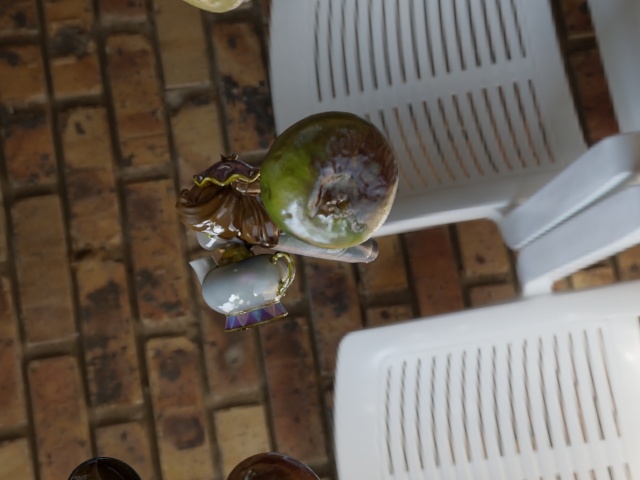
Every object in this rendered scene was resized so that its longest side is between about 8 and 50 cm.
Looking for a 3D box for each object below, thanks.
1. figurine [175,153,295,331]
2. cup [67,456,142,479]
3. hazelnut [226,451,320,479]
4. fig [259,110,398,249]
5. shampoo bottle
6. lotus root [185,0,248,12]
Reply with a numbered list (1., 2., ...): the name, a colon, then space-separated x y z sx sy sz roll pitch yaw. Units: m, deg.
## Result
1. figurine: -0.128 0.000 1.403 0.142 0.189 0.263 -16 -88 -62
2. cup: -0.337 0.394 1.304 0.113 0.150 0.138 52 136 12
3. hazelnut: -0.079 0.462 1.561 0.176 0.214 0.214 -50 34 25
4. fig: 0.012 -0.089 1.224 0.191 0.181 0.181 -85 -8 -61
5. shampoo bottle: 0.000 0.000 1.536 0.087 0.233 0.049 -24 64 45
6. lotus root: -0.153 -0.340 1.017 0.118 0.221 0.125 -2 64 47
